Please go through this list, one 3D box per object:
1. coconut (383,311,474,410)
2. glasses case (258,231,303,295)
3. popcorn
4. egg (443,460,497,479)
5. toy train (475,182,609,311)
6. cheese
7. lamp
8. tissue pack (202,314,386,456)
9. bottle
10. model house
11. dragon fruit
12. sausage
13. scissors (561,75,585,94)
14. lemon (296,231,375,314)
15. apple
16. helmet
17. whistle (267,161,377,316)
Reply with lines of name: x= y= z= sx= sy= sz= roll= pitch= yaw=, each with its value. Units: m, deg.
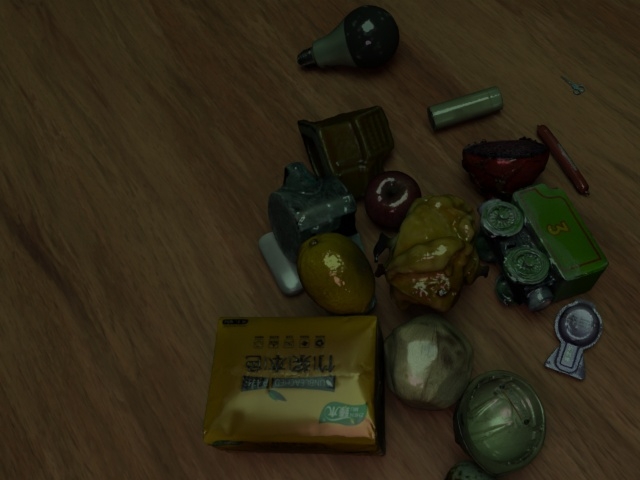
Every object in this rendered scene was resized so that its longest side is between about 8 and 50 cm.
coconut: x=0.240 y=0.266 z=1.488 sx=0.224 sy=0.224 sz=0.224 roll=-4 pitch=63 yaw=8
glasses case: x=-0.102 y=0.059 z=1.742 sx=0.074 sy=0.049 sz=0.193 roll=-27 pitch=63 yaw=-7
popcorn: x=0.265 y=0.045 z=1.553 sx=0.280 sy=0.298 sz=0.316 roll=13 pitch=41 yaw=-2
egg: x=0.317 y=0.567 z=1.338 sx=0.169 sy=0.169 sz=0.231 roll=-9 pitch=60 yaw=6
toy train: x=0.517 y=0.012 z=1.589 sx=0.248 sy=0.173 sz=0.307 roll=-18 pitch=61 yaw=-6
cheese: x=0.593 y=0.223 z=1.535 sx=0.105 sy=0.042 sz=0.191 roll=20 pitch=69 yaw=20
lamp: x=0.094 y=-0.589 z=2.001 sx=0.313 sy=0.182 sz=0.182 roll=-16 pitch=56 yaw=39
tissue pack: x=-0.046 y=0.331 z=1.493 sx=0.381 sy=0.228 sz=0.294 roll=-1 pitch=61 yaw=9
bottle: x=0.407 y=-0.372 z=1.856 sx=0.201 sy=0.072 sz=0.072 roll=-17 pitch=62 yaw=2
model house: x=0.090 y=-0.247 z=1.820 sx=0.239 sy=0.173 sz=0.268 roll=-18 pitch=92 yaw=-13
dragon fruit: x=0.477 y=-0.173 z=1.705 sx=0.218 sy=0.148 sz=0.224 roll=-5 pitch=19 yaw=2
sausage: x=0.646 y=-0.219 z=1.756 sx=0.034 sy=0.034 sz=0.253 roll=-22 pitch=61 yaw=-1
scissors: x=0.715 y=-0.446 z=1.874 sx=0.036 sy=0.006 sz=0.083 roll=-33 pitch=62 yaw=-9
lemon: x=0.036 y=0.079 z=1.506 sx=0.170 sy=0.170 sz=0.207 roll=-36 pitch=96 yaw=-9
apple: x=0.189 y=-0.104 z=1.734 sx=0.153 sy=0.120 sz=0.154 roll=-4 pitch=68 yaw=11
helmet: x=0.352 y=0.402 z=1.417 sx=0.257 sy=0.137 sz=0.204 roll=-17 pitch=74 yaw=-38
whistle: x=0.013 y=-0.002 z=1.656 sx=0.168 sy=0.188 sz=0.405 roll=-20 pitch=63 yaw=-24
